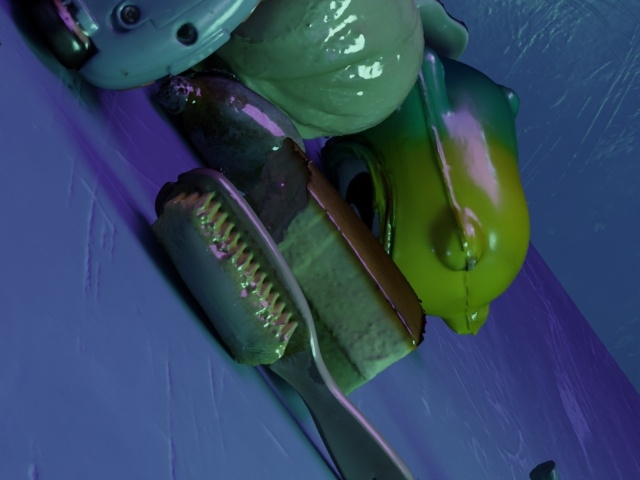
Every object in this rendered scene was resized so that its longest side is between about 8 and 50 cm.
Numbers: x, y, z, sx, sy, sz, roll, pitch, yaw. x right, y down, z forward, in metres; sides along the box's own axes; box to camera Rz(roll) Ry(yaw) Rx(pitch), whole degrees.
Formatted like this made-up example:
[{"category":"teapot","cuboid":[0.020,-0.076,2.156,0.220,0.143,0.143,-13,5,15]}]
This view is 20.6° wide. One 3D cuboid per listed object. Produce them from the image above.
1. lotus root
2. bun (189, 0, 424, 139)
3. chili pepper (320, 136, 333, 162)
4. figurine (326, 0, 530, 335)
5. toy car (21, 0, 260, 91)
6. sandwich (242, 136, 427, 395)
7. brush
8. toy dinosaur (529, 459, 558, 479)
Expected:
[{"category":"lotus root","cuboid":[-0.077,-0.100,1.553,0.165,0.088,0.088,40,17,-26]},{"category":"bun","cuboid":[-0.056,-0.248,1.683,0.365,0.219,0.365,57,-7,10]},{"category":"chili pepper","cuboid":[0.059,-0.053,2.064,0.279,0.065,0.122,64,4,29]},{"category":"figurine","cuboid":[0.118,-0.077,1.891,0.323,0.231,0.340,79,-3,-61]},{"category":"toy car","cuboid":[-0.162,-0.247,1.377,0.270,0.180,0.212,56,1,3]},{"category":"sandwich","cuboid":[-0.008,0.017,1.410,0.186,0.108,0.220,54,7,-5]},{"category":"brush","cuboid":[-0.027,0.091,1.275,0.313,0.072,0.067,57,33,-13]},{"category":"toy dinosaur","cuboid":[0.251,0.394,1.533,0.331,0.129,0.383,61,9,-24]}]
